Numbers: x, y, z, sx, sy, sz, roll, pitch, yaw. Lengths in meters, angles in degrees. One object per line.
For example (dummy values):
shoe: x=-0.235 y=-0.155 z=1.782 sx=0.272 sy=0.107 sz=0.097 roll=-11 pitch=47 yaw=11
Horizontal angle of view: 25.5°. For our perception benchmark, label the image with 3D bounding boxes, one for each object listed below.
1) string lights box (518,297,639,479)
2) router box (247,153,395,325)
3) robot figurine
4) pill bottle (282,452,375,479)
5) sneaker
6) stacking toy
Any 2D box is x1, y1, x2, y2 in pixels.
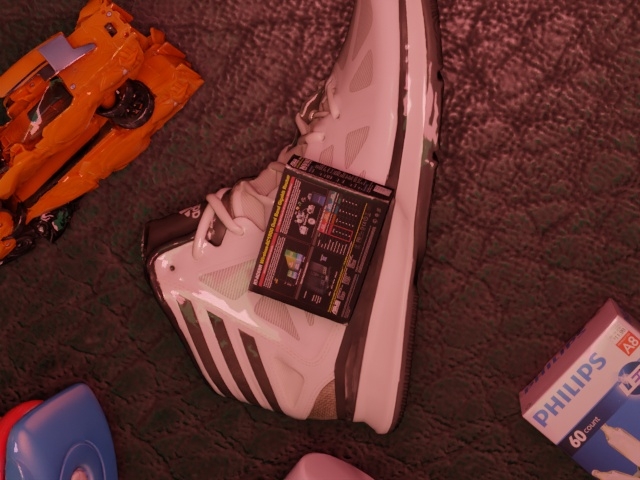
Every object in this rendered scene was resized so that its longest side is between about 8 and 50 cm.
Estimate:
string lights box: x=0.327 y=0.190 z=1.330 sx=0.259 sy=0.077 sz=0.133 roll=40 pitch=102 yaw=-4
router box: x=0.000 y=0.000 z=1.186 sx=0.092 sy=0.038 sz=0.122 roll=20 pitch=113 yaw=4
robot figurine: x=-0.252 y=-0.085 z=1.269 sx=0.291 sy=0.211 sz=0.085 roll=-40 pitch=67 yaw=8
pill bottle: x=-0.056 y=0.390 z=1.329 sx=0.210 sy=0.210 sz=0.363 roll=36 pitch=101 yaw=-3
sneaker: x=-0.031 y=-0.048 z=1.261 sx=0.257 sy=0.169 sz=0.448 roll=6 pitch=104 yaw=1
stacking toy: x=-0.364 y=0.235 z=1.367 sx=0.301 sy=0.166 sz=0.175 roll=-1 pitch=103 yaw=19
